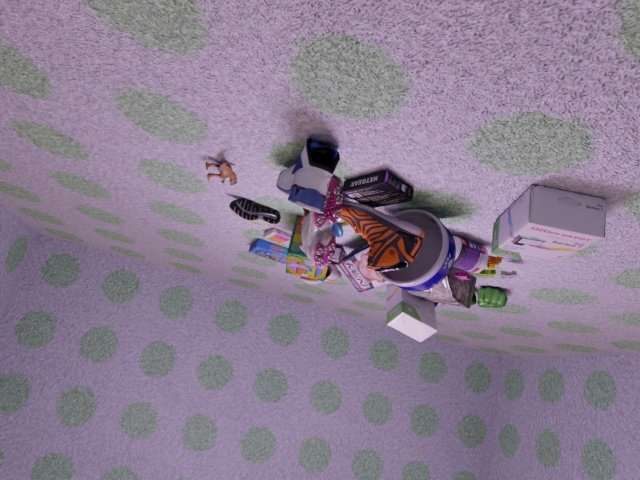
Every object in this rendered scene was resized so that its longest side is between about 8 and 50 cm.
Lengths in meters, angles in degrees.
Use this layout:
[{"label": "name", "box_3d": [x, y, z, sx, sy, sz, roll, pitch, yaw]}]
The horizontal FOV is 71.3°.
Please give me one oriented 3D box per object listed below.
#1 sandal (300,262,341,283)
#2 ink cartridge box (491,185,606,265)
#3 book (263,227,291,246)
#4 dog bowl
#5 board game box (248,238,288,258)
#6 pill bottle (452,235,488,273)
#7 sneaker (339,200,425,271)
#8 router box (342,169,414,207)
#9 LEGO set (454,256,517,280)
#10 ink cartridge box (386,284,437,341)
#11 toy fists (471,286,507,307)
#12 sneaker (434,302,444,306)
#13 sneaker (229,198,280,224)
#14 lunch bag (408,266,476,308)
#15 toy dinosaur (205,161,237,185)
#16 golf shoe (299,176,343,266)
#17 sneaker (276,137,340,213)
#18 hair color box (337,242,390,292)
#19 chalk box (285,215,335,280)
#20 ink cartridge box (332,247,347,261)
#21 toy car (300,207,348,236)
[{"label": "sandal", "box_3d": [0.016, 0.138, 2.017, 0.102, 0.076, 0.265, 28, -160, 30]}, {"label": "ink cartridge box", "box_3d": [0.646, -0.034, 1.292, 0.201, 0.117, 0.278, 12, 161, 4]}, {"label": "book", "box_3d": [-0.180, -0.013, 2.074, 0.144, 0.035, 0.096, 24, 156, -30]}, {"label": "dog bowl", "box_3d": [0.309, 0.033, 1.492, 0.265, 0.265, 0.104, -2, 159, 38]}, {"label": "board game box", "box_3d": [-0.251, 0.059, 2.312, 0.210, 0.047, 0.160, 20, 160, -19]}, {"label": "pill bottle", "box_3d": [0.508, 0.044, 1.639, 0.193, 0.108, 0.108, 19, 161, -19]}, {"label": "sneaker", "box_3d": [0.158, -0.006, 1.438, 0.321, 0.180, 0.124, 24, 177, 25]}, {"label": "router box", "box_3d": [0.175, -0.153, 1.375, 0.133, 0.046, 0.179, 26, 159, -37]}, {"label": "LEGO set", "box_3d": [0.661, 0.113, 1.786, 0.227, 0.087, 0.093, -2, 161, 23]}, {"label": "ink cartridge box", "box_3d": [0.429, 0.279, 2.125, 0.207, 0.353, 0.119, 29, 127, -16]}, {"label": "toy fists", "box_3d": [0.765, 0.278, 2.183, 0.279, 0.096, 0.142, 2, 158, 35]}, {"label": "sneaker", "box_3d": [0.556, 0.289, 2.302, 0.112, 0.131, 0.319, 15, 162, -8]}, {"label": "sneaker", "box_3d": [-0.271, -0.102, 1.790, 0.208, 0.081, 0.094, 21, 163, -23]}, {"label": "lunch bag", "box_3d": [0.498, 0.174, 1.920, 0.235, 0.169, 0.287, 5, 162, 45]}, {"label": "toy dinosaur", "box_3d": [-0.324, -0.238, 1.480, 0.112, 0.064, 0.211, -5, 172, -3]}, {"label": "golf shoe", "box_3d": [-0.012, -0.068, 1.467, 0.115, 0.306, 0.140, -8, -153, -37]}, {"label": "sneaker", "box_3d": [-0.023, -0.195, 1.276, 0.127, 0.182, 0.315, 21, -170, -19]}, {"label": "hair color box", "box_3d": [0.221, 0.100, 1.870, 0.174, 0.105, 0.347, 53, 153, -1]}, {"label": "chalk box", "box_3d": [-0.038, 0.025, 1.830, 0.179, 0.180, 0.289, 13, 154, 0]}, {"label": "ink cartridge box", "box_3d": [0.061, 0.076, 2.100, 0.104, 0.060, 0.180, 7, 170, 16]}, {"label": "toy car", "box_3d": [0.016, -0.068, 1.599, 0.182, 0.136, 0.159, 15, 162, -7]}]
